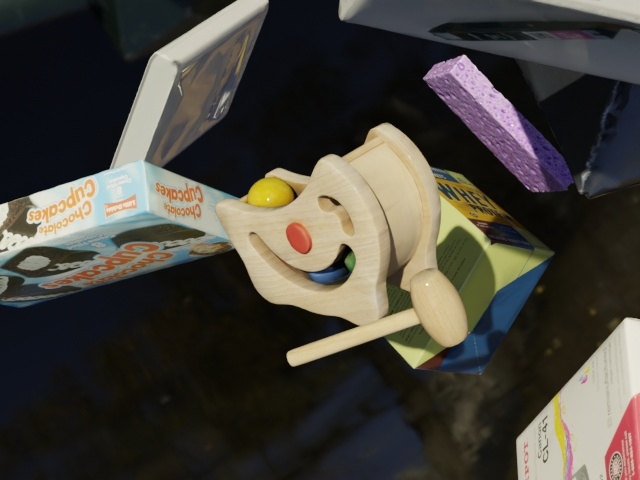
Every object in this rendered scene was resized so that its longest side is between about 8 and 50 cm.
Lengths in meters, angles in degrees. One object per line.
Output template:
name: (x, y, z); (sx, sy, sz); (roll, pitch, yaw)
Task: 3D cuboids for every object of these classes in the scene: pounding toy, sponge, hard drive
pounding toy: (0.000, 0.000, 1.106); (0.155, 0.269, 0.154); (-32, 117, -34)
sponge: (0.223, -0.142, 1.672); (0.031, 0.210, 0.117); (-47, -170, -8)
hard drive: (-0.197, -0.232, 2.050); (0.233, 0.047, 0.353); (-65, 173, 30)

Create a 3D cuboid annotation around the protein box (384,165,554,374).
protein box: (0.157, 0.035, 1.757); (0.136, 0.201, 0.200); (10, 116, -43)

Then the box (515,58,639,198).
box: (0.356, -0.350, 1.087); (0.480, 0.471, 0.297); (-16, 154, -10)

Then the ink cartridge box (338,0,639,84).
ink cartridge box: (0.146, -0.122, 0.746); (0.275, 0.060, 0.239); (10, 175, -9)

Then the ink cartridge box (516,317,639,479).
ink cartridge box: (0.346, 0.265, 1.543); (0.131, 0.226, 0.306); (13, 142, -13)

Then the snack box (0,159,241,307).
snack box: (-0.261, 0.001, 1.426); (0.322, 0.060, 0.187); (-15, 163, 26)
